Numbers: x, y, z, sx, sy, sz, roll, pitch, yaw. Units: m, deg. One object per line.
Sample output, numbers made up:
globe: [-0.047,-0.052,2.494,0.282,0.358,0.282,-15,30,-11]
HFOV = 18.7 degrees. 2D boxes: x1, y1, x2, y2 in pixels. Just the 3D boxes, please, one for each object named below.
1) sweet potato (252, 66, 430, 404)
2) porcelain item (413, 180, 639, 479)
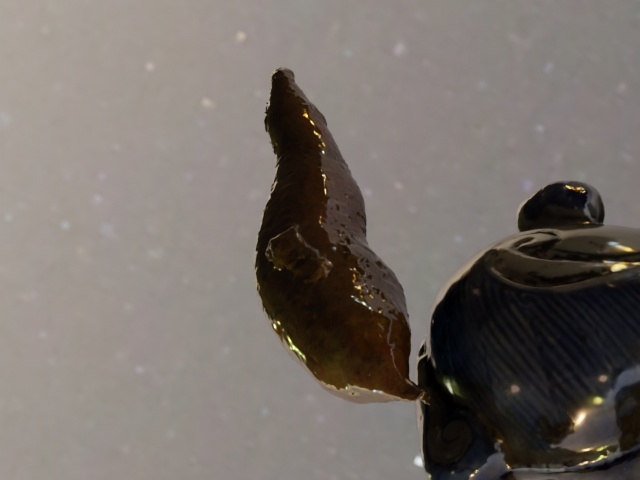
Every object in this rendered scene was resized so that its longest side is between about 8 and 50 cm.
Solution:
sweet potato: [-0.004,0.005,0.910,0.068,0.068,0.226,-46,-137,26]
porcelain item: [0.181,0.065,0.843,0.288,0.138,0.186,-6,-148,10]
